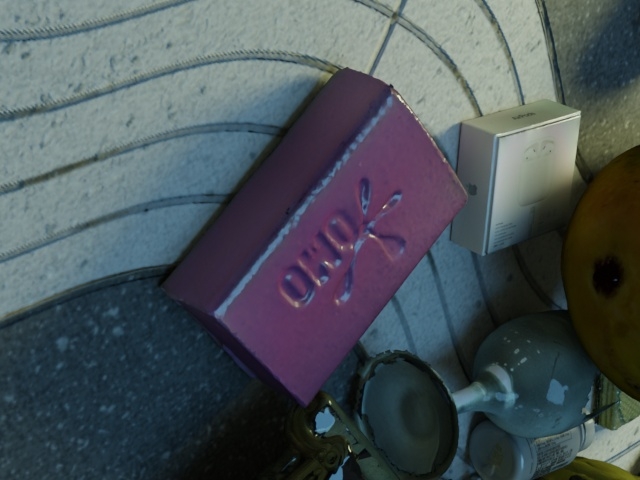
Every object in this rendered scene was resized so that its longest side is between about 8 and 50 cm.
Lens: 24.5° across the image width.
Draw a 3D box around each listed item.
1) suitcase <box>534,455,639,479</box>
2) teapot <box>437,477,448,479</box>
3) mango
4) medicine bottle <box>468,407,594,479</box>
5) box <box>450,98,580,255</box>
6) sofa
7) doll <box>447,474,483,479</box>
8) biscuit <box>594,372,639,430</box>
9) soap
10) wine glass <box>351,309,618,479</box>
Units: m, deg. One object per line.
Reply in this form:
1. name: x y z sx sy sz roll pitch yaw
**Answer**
1. suitcase: 0.321 0.356 1.709 0.143 0.194 0.235 -48 136 -27
2. teapot: 0.080 0.357 1.509 0.300 0.166 0.208 -39 145 -37
3. mango: 0.410 0.027 1.546 0.232 0.300 0.446 -53 167 30
4. medicine bottle: 0.239 0.223 1.645 0.140 0.079 0.079 -14 119 -40
5. box: 0.198 -0.065 1.486 0.130 0.051 0.129 -18 121 -39
6. sofa: -0.044 0.278 1.351 0.258 0.182 0.200 -41 123 -6
7. doll: 0.162 0.287 1.636 0.085 0.040 0.058 -5 103 -42
8. biscuit: 0.382 0.123 1.765 0.121 0.041 0.199 -25 125 -36
9. soap: 0.001 0.001 1.303 0.259 0.081 0.181 -51 136 -12
10. wine glass: 0.186 0.150 1.521 0.321 0.143 0.143 -13 118 -41
